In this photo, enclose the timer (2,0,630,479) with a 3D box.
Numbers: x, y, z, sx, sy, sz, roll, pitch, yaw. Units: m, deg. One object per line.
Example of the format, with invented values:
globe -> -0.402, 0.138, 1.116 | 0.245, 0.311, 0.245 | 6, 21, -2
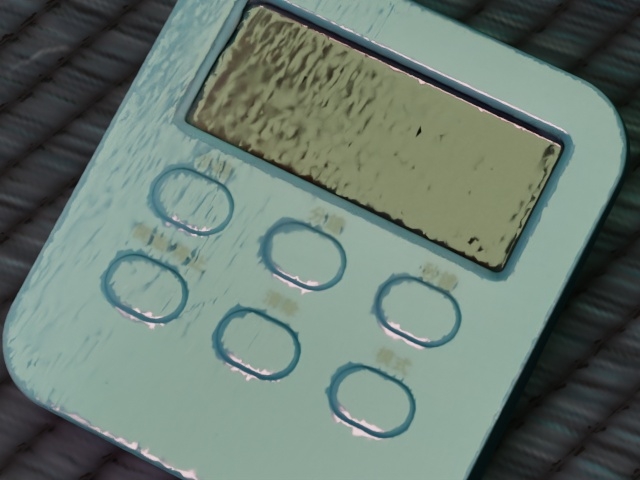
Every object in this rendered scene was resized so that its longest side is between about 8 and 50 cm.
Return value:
timer -> 0.000, 0.000, 0.937 | 0.232, 0.091, 0.250 | 25, 90, 10
